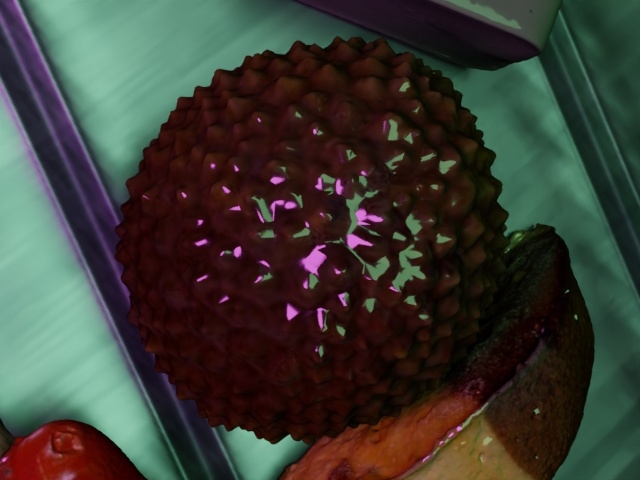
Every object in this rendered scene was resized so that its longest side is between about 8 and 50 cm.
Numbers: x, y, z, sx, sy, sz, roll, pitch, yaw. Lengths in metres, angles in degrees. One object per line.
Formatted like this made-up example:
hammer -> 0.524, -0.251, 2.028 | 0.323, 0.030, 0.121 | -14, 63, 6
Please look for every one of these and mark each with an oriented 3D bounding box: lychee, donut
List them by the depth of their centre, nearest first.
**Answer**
lychee -> 0.000, 0.000, 0.850 | 0.267, 0.267, 0.268 | 0, 88, -16
donut -> 0.120, 0.123, 0.939 | 0.295, 0.151, 0.112 | -46, 111, -13

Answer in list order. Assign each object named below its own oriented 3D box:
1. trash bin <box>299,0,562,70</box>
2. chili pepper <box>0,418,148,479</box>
trash bin -> 0.104, -0.317, 0.939 | 0.222, 0.158, 0.344 | 19, 87, -12
chili pepper -> -0.163, 0.188, 0.841 | 0.338, 0.131, 0.134 | 32, 46, 22
